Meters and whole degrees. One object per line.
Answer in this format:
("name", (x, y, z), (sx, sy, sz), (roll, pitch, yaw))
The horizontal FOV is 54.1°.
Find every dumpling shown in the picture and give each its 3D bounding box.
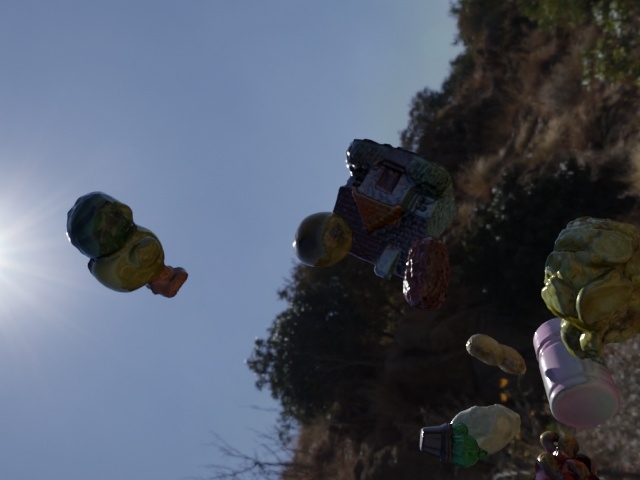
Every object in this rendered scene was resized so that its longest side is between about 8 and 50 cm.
("dumpling", (0.528, 0.605, 2.021), (0.162, 0.250, 0.132), (41, -145, -11))

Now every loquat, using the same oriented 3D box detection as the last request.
("loquat", (0.000, 0.000, 1.722), (0.152, 0.195, 0.152), (15, -115, -35))

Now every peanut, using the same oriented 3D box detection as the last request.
("peanut", (0.598, 0.388, 2.125), (0.085, 0.228, 0.104), (-61, 11, 24))

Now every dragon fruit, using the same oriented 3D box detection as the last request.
("dragon fruit", (0.612, 0.642, 1.545), (0.227, 0.243, 0.307), (39, -106, -23))

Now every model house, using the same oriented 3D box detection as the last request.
("model house", (0.178, -0.076, 1.909), (0.339, 0.360, 0.297), (-59, -27, -13))

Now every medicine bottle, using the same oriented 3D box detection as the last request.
("medicine bottle", (0.844, 0.435, 2.090), (0.325, 0.212, 0.212), (-80, -16, -58))

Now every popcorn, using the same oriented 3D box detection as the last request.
("popcorn", (0.667, 0.099, 1.521), (0.334, 0.292, 0.293), (49, -166, -27))

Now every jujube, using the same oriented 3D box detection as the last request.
("jujube", (0.256, 0.078, 1.492), (0.112, 0.109, 0.176), (90, -171, -75))

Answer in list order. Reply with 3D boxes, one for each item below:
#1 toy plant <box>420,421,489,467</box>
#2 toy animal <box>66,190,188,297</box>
("toy plant", (0.400, 0.605, 1.870), (0.142, 0.201, 0.105), (-76, -7, -54))
("toy animal", (-0.530, 0.026, 1.657), (0.191, 0.216, 0.338), (-46, -65, -17))
